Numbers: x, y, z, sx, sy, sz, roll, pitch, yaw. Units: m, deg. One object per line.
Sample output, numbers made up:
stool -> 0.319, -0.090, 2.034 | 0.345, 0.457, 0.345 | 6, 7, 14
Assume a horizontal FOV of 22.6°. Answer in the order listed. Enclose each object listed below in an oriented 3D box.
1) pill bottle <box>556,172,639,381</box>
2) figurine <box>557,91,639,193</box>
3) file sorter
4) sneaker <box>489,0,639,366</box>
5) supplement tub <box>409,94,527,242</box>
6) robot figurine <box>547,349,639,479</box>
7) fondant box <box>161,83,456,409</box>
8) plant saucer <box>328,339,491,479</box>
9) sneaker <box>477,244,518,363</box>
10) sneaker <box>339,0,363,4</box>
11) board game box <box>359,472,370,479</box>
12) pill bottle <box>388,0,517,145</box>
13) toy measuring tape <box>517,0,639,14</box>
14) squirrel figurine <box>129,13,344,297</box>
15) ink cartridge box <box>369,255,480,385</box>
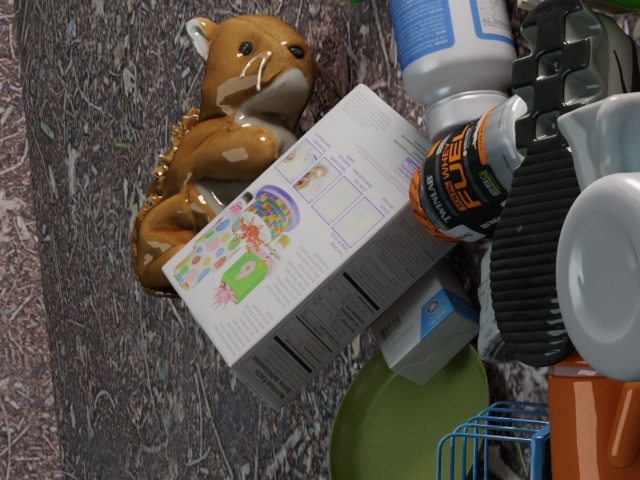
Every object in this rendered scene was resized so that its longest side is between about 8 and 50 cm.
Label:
pill bottle -> 0.314, 0.022, 1.147 | 0.146, 0.264, 0.146 | 179, 90, -67
figurine -> 0.287, -0.007, 1.283 | 0.092, 0.215, 0.209 | -16, 81, 41
file sorter -> 0.186, 0.224, 1.539 | 0.104, 0.170, 0.118 | 4, 97, 23
sneaker -> 0.245, -0.043, 1.425 | 0.122, 0.146, 0.330 | -2, 75, 51
supplement tub -> 0.178, -0.068, 1.595 | 0.190, 0.117, 0.117 | -31, 63, 53
robot figurine -> 0.268, 0.154, 1.430 | 0.128, 0.158, 0.219 | -4, 88, 38
fondant box -> 0.000, 0.000, 1.816 | 0.330, 0.096, 0.238 | -42, 36, 0
plant saucer -> 0.107, 0.216, 1.801 | 0.241, 0.037, 0.241 | -28, 48, 36
sneaker -> 0.207, 0.027, 1.608 | 0.232, 0.090, 0.115 | 122, 142, -50
sneaker -> 0.045, -0.425, 1.903 | 0.123, 0.109, 0.295 | -132, 46, -61
board game box -> 0.086, 0.360, 1.898 | 0.043, 0.092, 0.181 | -169, 78, -66
pill bottle -> 0.140, -0.215, 1.688 | 0.124, 0.124, 0.221 | 142, 124, -61
toy measuring tape -> 0.258, -0.268, 1.461 | 0.330, 0.121, 0.121 | -152, 62, -78
squirrel figurine -> -0.127, -0.108, 2.137 | 0.397, 0.281, 0.370 | -9, 77, 63
ink cartridge box -> 0.102, 0.062, 1.822 | 0.104, 0.061, 0.181 | -44, 42, 19
